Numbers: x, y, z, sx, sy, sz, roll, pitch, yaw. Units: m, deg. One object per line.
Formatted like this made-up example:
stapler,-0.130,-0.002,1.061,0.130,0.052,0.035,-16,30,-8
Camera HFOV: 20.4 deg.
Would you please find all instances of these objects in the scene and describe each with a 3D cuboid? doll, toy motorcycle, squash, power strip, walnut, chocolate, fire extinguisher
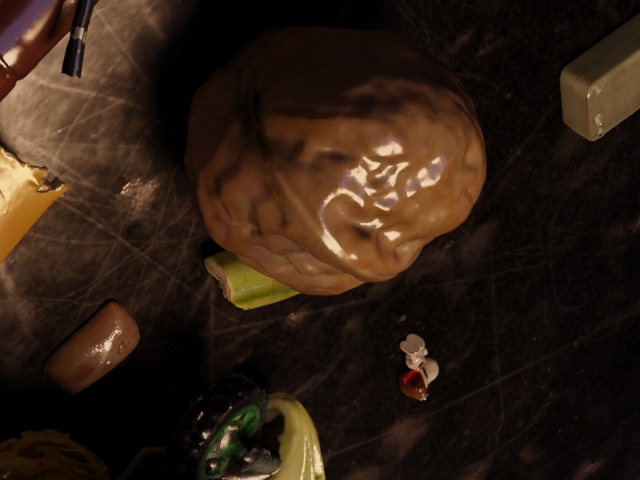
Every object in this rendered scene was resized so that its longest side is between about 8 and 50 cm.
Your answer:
doll,0.111,0.149,2.060,0.058,0.040,0.085,-56,150,-11
toy motorcycle,-0.130,0.303,1.837,0.237,0.169,0.410,-5,128,-53
squash,0.000,0.000,1.778,0.250,0.083,0.083,-26,139,-23
power strip,0.389,-0.223,1.991,0.288,0.053,0.093,-36,141,-18
walnut,0.011,-0.074,1.588,0.273,0.227,0.273,-24,136,-25
chocolate,-0.214,0.108,1.691,0.101,0.031,0.064,-40,139,-8
fire extinguisher,-0.152,-0.248,1.345,0.341,0.141,0.105,-46,171,-3

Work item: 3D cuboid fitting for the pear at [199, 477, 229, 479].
pear,-0.169,0.346,1.601,0.342,0.238,0.318,45,75,-27

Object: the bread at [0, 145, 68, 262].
bread,-0.300,-0.015,1.440,0.173,0.085,0.134,-50,144,1

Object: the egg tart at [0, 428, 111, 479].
egg tart,-0.325,0.285,1.671,0.295,0.116,0.294,-30,142,-27
